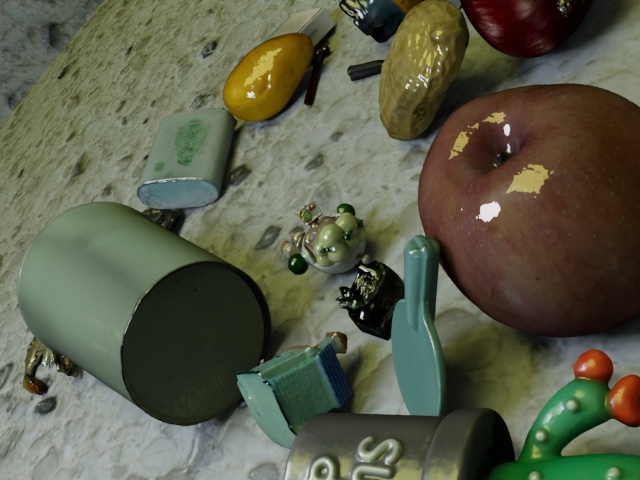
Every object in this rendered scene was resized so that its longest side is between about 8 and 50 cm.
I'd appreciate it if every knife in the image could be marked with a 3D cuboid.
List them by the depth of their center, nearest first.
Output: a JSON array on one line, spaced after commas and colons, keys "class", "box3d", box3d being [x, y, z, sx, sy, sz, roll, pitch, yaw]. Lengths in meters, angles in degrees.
[{"class": "knife", "box3d": [0.148, -0.340, 1.572, 0.230, 0.028, 0.060, -5, 38, 42]}]

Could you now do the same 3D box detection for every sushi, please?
[{"class": "sushi", "box3d": [0.073, 0.075, 1.149, 0.056, 0.085, 0.083, 14, 64, 52]}]

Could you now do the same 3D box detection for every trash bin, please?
[{"class": "trash bin", "box3d": [-0.295, 0.101, 1.351, 0.432, 0.280, 0.280, 19, 68, 50]}]

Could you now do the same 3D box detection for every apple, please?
[{"class": "apple", "box3d": [0.255, -0.043, 0.942, 0.305, 0.235, 0.306, -27, 38, 24]}]

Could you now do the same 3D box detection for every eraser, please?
[{"class": "eraser", "box3d": [-0.274, -0.173, 1.761, 0.173, 0.081, 0.227, -6, 44, 13]}]

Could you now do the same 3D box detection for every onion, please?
[{"class": "onion", "box3d": [0.288, -0.412, 1.276, 0.285, 0.273, 0.273, 10, 61, 47]}]

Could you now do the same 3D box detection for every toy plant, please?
[{"class": "toy plant", "box3d": [0.166, 0.257, 0.772, 0.400, 0.185, 0.280, 0, 42, 26]}]

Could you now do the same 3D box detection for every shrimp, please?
[{"class": "shrimp", "box3d": [-0.538, 0.233, 1.669, 0.173, 0.058, 0.253, -53, 30, 3]}]

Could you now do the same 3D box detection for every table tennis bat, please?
[{"class": "table tennis bat", "box3d": [0.112, 0.106, 0.967, 0.040, 0.244, 0.153, -8, 29, -13]}]

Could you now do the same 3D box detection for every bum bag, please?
[{"class": "bum bag", "box3d": [-0.354, 0.028, 1.670, 0.102, 0.069, 0.248, 8, 50, 8]}]

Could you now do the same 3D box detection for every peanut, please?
[{"class": "peanut", "box3d": [0.160, -0.275, 1.349, 0.233, 0.110, 0.197, 110, 169, -61]}]

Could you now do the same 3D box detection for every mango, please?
[{"class": "mango", "box3d": [-0.103, -0.337, 1.745, 0.227, 0.109, 0.147, -37, 57, 15]}]

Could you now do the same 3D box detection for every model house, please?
[{"class": "model house", "box3d": [-0.017, 0.188, 1.124, 0.148, 0.120, 0.148, -31, 4, -22]}]

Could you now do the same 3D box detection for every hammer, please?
[{"class": "hammer", "box3d": [-0.017, -0.333, 1.743, 0.065, 0.021, 0.178, -21, 43, 33]}]

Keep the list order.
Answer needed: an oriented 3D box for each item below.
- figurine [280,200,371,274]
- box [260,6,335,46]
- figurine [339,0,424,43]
[{"class": "figurine", "box3d": [0.000, -0.001, 1.300, 0.147, 0.094, 0.197, -48, 31, -23]}, {"class": "box", "box3d": [-0.055, -0.447, 1.855, 0.129, 0.051, 0.130, 7, 52, 53]}, {"class": "figurine", "box3d": [0.204, -0.511, 1.586, 0.204, 0.185, 0.332, 39, 105, 25]}]
